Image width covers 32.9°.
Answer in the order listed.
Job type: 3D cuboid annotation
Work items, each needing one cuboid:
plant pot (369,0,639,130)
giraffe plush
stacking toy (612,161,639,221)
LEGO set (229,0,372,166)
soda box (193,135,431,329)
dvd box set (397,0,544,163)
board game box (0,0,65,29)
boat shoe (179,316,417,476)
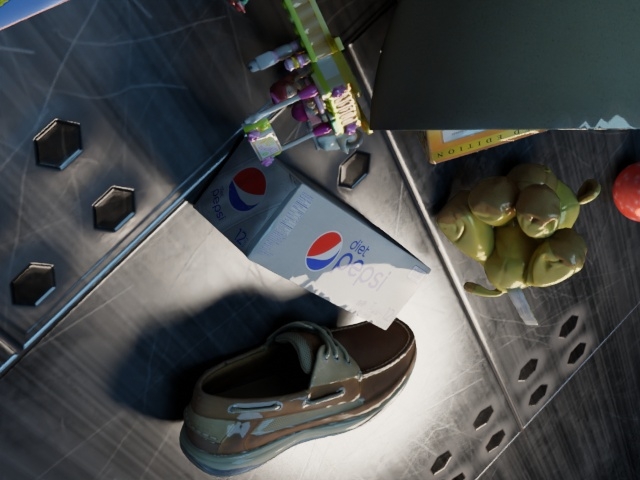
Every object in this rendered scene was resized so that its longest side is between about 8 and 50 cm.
[{"bbox_3d":[0.184,-0.190,0.939,0.284,0.284,0.191,-5,97,-45],"label":"plant pot"},{"bbox_3d":[0.270,-0.026,1.372,0.170,0.181,0.210,-53,139,-36],"label":"giraffe plush"},{"bbox_3d":[0.568,-0.073,1.674,0.330,0.141,0.141,-4,123,-38],"label":"stacking toy"},{"bbox_3d":[-0.040,-0.162,0.945,0.107,0.132,0.287,-25,138,1],"label":"LEGO set"},{"bbox_3d":[0.000,0.000,1.135,0.091,0.098,0.286,-53,143,5],"label":"soda box"},{"bbox_3d":[0.223,-0.282,1.068,0.307,0.062,0.420,-18,138,-1],"label":"dvd box set"},{"bbox_3d":[-0.224,-0.225,0.764,0.281,0.027,0.145,-32,138,-26],"label":"board game box"},{"bbox_3d":[-0.012,0.155,1.238,0.324,0.123,0.116,-24,134,-35],"label":"boat shoe"}]
